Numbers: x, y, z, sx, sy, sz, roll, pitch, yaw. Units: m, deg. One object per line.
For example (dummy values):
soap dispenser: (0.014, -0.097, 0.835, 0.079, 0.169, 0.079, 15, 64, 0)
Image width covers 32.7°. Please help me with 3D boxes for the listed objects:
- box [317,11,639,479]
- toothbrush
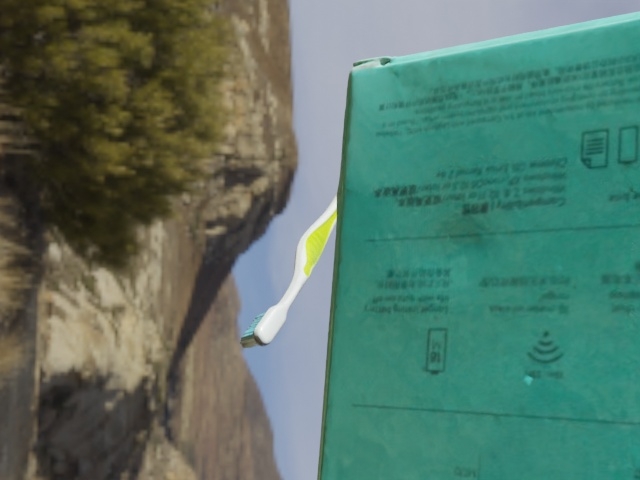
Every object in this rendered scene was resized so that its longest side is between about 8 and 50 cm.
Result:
box: (0.110, 0.068, 0.473, 0.205, 0.118, 0.311, -5, -104, 41)
toothbrush: (0.000, 0.000, 0.849, 0.022, 0.026, 0.263, 57, 36, -18)
